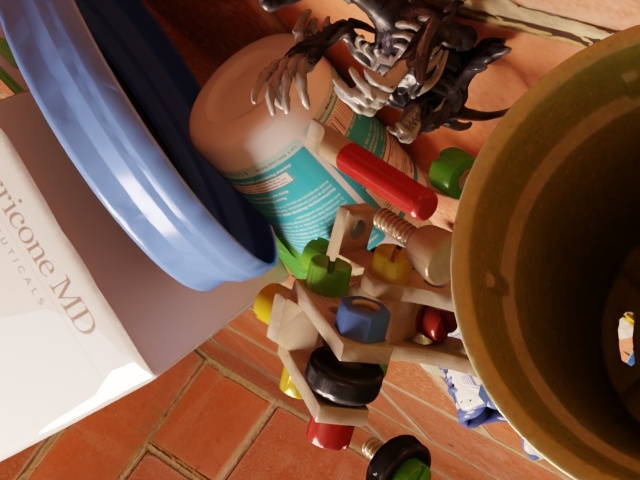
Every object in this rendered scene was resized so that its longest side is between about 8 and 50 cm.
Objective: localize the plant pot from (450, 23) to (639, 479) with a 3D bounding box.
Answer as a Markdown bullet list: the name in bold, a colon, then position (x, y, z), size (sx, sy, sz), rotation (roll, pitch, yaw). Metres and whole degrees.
- **plant pot**: position (0.244, 0.035, 0.789), size (0.276, 0.276, 0.254), rotation (31, 178, 24)

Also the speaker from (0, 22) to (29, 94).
- **speaker**: position (-0.369, -0.259, 1.572), size (0.131, 0.131, 0.296), rotation (26, 164, 38)

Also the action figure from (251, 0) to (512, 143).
- **action figure**: position (0.020, -0.146, 0.928), size (0.276, 0.141, 0.164), rotation (43, 154, -22)

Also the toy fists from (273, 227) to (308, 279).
- **toy fists**: position (0.000, 0.000, 1.604), size (0.142, 0.096, 0.279), rotation (49, 171, 16)

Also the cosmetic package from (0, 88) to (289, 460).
- **cosmetic package**: position (-0.324, 0.031, 1.492), size (0.394, 0.327, 0.329), rotation (-29, 94, 31)

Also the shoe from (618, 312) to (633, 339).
- **shoe**: position (0.254, 0.080, 1.257), size (0.058, 0.076, 0.219), rotation (41, 165, 0)

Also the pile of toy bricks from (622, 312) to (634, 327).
- **pile of toy bricks**: position (0.234, 0.020, 1.026), size (0.212, 0.105, 0.118), rotation (32, 167, 17)

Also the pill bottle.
- **pill bottle**: position (0.005, -0.063, 1.237), size (0.146, 0.146, 0.264), rotation (20, 159, 51)

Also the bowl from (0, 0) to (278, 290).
- **bowl**: position (-0.175, -0.123, 1.242), size (0.391, 0.077, 0.391), rotation (58, -172, -13)

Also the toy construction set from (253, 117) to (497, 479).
- **toy construction set**: position (0.030, 0.030, 1.059), size (0.237, 0.257, 0.308), rotation (37, 145, 41)

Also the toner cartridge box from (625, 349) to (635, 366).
- **toner cartridge box**: position (0.424, 0.201, 1.248), size (0.165, 0.075, 0.348), rotation (24, 162, 40)

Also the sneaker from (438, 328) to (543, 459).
- **sneaker**: position (0.187, 0.157, 1.598), size (0.296, 0.131, 0.112), rotation (30, 168, 31)

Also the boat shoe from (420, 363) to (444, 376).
- **boat shoe**: position (0.148, 0.156, 1.898), size (0.133, 0.049, 0.042), rotation (29, -165, 2)
